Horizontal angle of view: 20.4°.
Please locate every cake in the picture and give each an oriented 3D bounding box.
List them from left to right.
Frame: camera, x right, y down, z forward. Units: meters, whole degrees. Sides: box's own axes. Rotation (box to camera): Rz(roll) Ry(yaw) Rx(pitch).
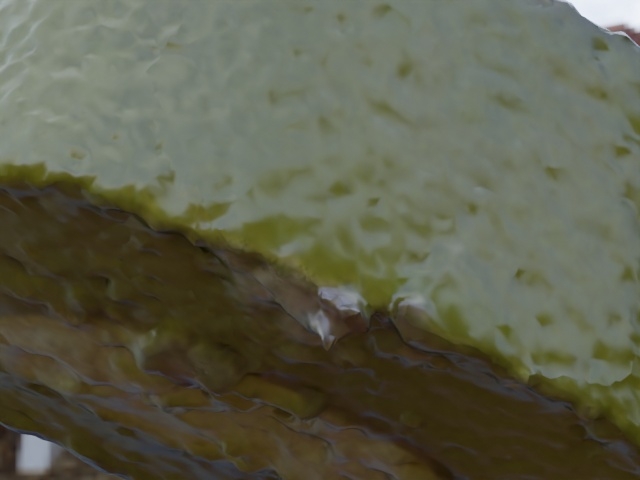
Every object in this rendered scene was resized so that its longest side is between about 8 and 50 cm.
[{"bbox_3d":[0.000,0.000,0.521,0.260,0.156,0.179,28,-35,-16],"label":"cake"}]
